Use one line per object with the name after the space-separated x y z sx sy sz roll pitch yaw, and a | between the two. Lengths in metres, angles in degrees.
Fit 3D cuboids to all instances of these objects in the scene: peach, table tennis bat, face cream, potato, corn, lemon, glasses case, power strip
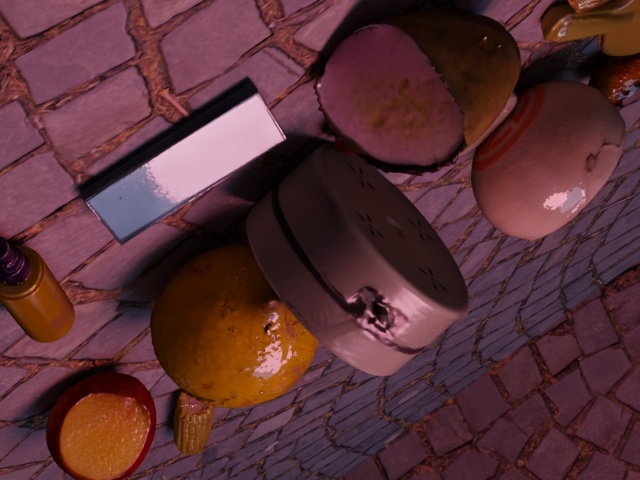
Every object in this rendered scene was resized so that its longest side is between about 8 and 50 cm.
-0.369 0.321 2.171 0.190 0.190 0.192 -17 170 -35 | peach
0.495 -0.363 2.024 0.368 0.054 0.224 -15 153 -30 | table tennis bat
-0.393 0.060 1.692 0.078 0.078 0.273 -29 160 -9 | face cream
0.162 -0.217 1.734 0.266 0.229 0.229 -32 166 -50 | potato
-0.258 0.368 2.587 0.081 0.081 0.248 -25 158 -20 | corn
-0.129 0.130 1.963 0.257 0.258 0.310 -20 180 -30 | lemon
-0.183 -0.109 1.673 0.266 0.056 0.105 -33 136 1 | glasses case
0.057 0.034 1.894 0.161 0.357 0.357 -42 158 18 | power strip

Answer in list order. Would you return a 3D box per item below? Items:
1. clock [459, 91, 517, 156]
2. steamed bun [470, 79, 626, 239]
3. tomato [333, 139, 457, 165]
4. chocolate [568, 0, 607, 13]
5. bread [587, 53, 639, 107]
0.211 -0.195 2.011 0.191 0.062 0.151 -7 149 -48 | clock
0.358 -0.148 2.114 0.283 0.177 0.283 -50 -167 16 | steamed bun
0.110 -0.158 1.867 0.174 0.166 0.082 -7 108 -55 | tomato
0.463 -0.408 1.885 0.219 0.086 0.085 -30 160 6 | chocolate
0.571 -0.319 2.227 0.269 0.095 0.139 -42 173 -10 | bread
